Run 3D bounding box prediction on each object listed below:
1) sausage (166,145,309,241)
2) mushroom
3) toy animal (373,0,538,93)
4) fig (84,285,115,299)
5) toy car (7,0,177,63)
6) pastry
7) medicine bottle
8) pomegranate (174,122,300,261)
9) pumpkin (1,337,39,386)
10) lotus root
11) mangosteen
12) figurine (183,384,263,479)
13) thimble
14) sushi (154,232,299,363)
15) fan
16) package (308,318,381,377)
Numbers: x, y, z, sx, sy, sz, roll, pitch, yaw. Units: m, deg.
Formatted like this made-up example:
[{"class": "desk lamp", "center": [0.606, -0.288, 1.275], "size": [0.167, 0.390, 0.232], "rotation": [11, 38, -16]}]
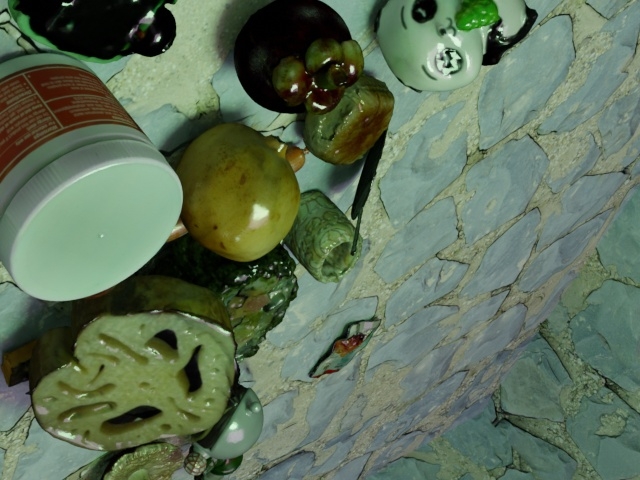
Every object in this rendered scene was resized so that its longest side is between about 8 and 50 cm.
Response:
[{"class": "sausage", "center": [-0.164, -0.088, 1.685], "size": [0.347, 0.053, 0.053], "rotation": [-31, 151, -20]}, {"class": "mushroom", "center": [-0.420, 0.616, 2.161], "size": [0.207, 0.302, 0.233], "rotation": [4, 123, -11]}, {"class": "toy animal", "center": [0.235, -0.382, 1.612], "size": [0.266, 0.212, 0.213], "rotation": [-35, 153, -27]}, {"class": "fig", "center": [-0.416, 0.001, 1.444], "size": [0.143, 0.230, 0.160], "rotation": [-78, -168, -52]}, {"class": "toy car", "center": [-0.216, -0.382, 1.066], "size": [0.359, 0.176, 0.213], "rotation": [-47, 152, 19]}, {"class": "pastry", "center": [0.049, -0.224, 1.719], "size": [0.192, 0.093, 0.182], "rotation": [-10, 139, -57]}, {"class": "medicine bottle", "center": [-0.352, -0.086, 1.237], "size": [0.252, 0.241, 0.253], "rotation": [-30, 151, -19]}, {"class": "pomegranate", "center": [-0.145, -0.082, 1.546], "size": [0.233, 0.233, 0.233], "rotation": [-31, 151, -19]}, {"class": "pumpkin", "center": [-0.532, 0.224, 1.666], "size": [0.083, 0.054, 0.074], "rotation": [-28, 155, -34]}, {"class": "lotus root", "center": [-0.319, 0.234, 1.639], "size": [0.390, 0.111, 0.375], "rotation": [-37, 125, 13]}, {"class": "mangosteen", "center": [-0.024, -0.272, 1.404], "size": [0.194, 0.230, 0.194], "rotation": [-26, 138, -27]}, {"class": "figurine", "center": [-0.240, 0.483, 2.258], "size": [0.281, 0.167, 0.370], "rotation": [-60, 173, -47]}, {"class": "thimble", "center": [0.000, 0.000, 1.932], "size": [0.137, 0.143, 0.190], "rotation": [-34, 153, -16]}, {"class": "sushi", "center": [-0.193, 0.113, 1.811], "size": [0.294, 0.178, 0.352], "rotation": [-8, 140, -50]}, {"class": "fan", "center": [0.099, -0.126, 1.821], "size": [0.294, 0.012, 0.223], "rotation": [-85, -166, -65]}, {"class": "package", "center": [0.076, 0.309, 2.607], "size": [0.166, 0.040, 0.232], "rotation": [-1, 134, -53]}]
